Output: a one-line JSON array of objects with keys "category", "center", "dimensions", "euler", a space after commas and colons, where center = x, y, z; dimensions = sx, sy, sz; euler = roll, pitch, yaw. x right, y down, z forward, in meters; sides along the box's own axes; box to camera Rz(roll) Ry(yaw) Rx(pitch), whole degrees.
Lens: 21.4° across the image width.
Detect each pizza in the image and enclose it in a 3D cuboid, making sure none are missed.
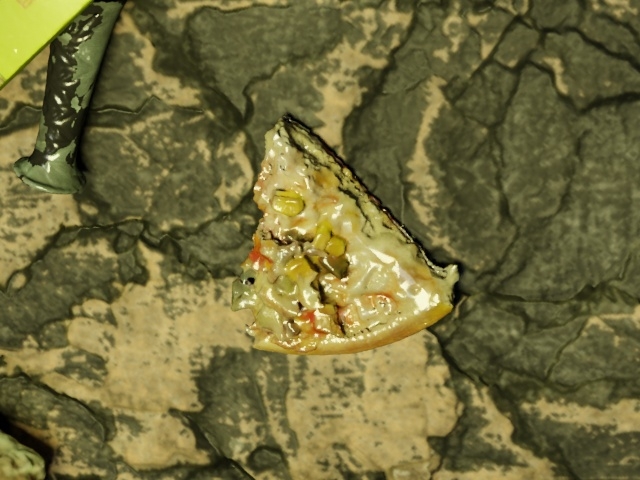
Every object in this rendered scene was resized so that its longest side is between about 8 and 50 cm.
[{"category": "pizza", "center": [0.000, 0.000, 1.282], "dimensions": [0.185, 0.052, 0.195], "euler": [-14, 108, 20]}]

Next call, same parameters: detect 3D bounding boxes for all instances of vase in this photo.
[{"category": "vase", "center": [-0.190, -0.118, 1.284], "dimensions": [0.059, 0.059, 0.167], "euler": [21, 119, 8]}]

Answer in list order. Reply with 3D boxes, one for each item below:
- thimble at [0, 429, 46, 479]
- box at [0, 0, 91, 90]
[{"category": "thimble", "center": [-0.348, 0.249, 1.425], "dimensions": [0.148, 0.196, 0.229], "euler": [33, 121, 2]}, {"category": "box", "center": [-0.315, -0.160, 1.239], "dimensions": [0.335, 0.047, 0.187], "euler": [-38, 101, 27]}]
